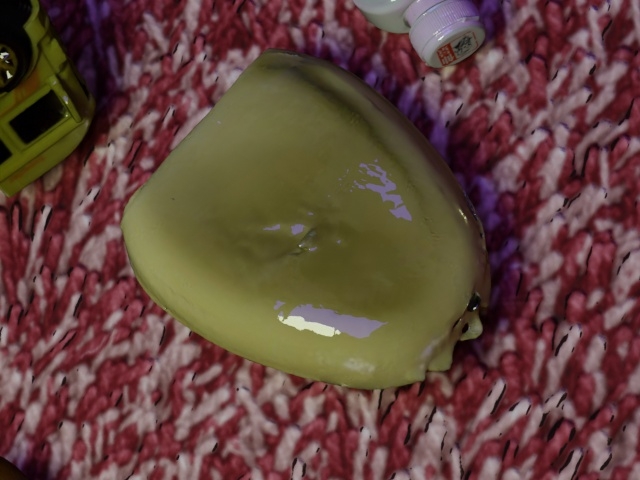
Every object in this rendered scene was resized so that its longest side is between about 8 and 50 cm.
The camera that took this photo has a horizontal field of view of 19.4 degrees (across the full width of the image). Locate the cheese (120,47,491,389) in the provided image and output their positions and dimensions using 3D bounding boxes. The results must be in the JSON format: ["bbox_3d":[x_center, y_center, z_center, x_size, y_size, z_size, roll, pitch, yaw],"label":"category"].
[{"bbox_3d":[0.000,0.000,1.560,0.316,0.128,0.259,40,88,21],"label":"cheese"}]

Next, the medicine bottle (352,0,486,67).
[{"bbox_3d":[0.069,-0.253,1.631,0.115,0.078,0.219,-31,68,7],"label":"medicine bottle"}]

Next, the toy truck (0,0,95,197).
[{"bbox_3d":[-0.395,-0.076,1.653,0.405,0.254,0.181,-37,52,-2],"label":"toy truck"}]

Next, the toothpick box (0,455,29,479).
[{"bbox_3d":[-0.258,0.327,1.530,0.192,0.192,0.294,-37,62,6],"label":"toothpick box"}]
